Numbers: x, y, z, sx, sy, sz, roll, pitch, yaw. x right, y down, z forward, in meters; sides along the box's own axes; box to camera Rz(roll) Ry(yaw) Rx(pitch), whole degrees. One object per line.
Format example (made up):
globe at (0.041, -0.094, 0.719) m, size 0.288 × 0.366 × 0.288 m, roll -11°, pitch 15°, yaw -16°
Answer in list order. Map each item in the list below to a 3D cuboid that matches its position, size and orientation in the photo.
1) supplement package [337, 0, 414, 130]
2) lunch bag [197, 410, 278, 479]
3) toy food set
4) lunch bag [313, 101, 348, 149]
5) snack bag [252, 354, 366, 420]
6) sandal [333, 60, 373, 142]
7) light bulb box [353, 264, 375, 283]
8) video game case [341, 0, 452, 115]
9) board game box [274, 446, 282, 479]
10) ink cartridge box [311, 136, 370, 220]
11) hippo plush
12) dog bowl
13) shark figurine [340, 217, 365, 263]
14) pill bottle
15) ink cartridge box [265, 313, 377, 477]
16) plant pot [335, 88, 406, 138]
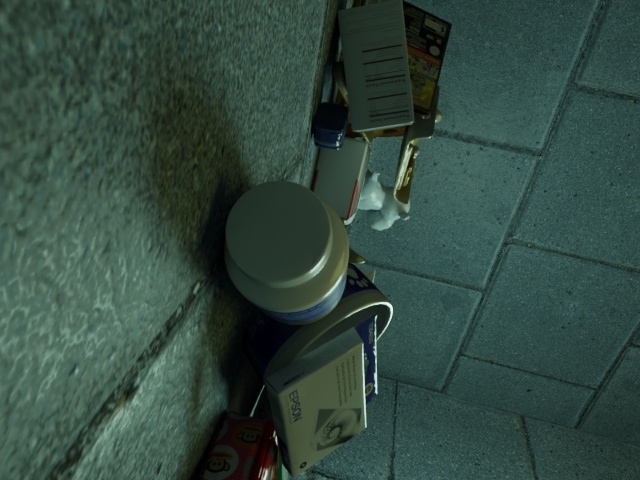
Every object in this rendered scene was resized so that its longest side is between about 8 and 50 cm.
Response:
supplement package at (0.123, -0.367, 1.032) m, size 0.139 × 0.134 × 0.243 m, roll -50°, pitch 133°, yaw -76°
lunch bag at (-0.147, 0.450, 0.809) m, size 0.258 × 0.120 × 0.292 m, roll -76°, pitch 175°, yaw -66°
toy food set at (0.293, -0.277, 1.424) m, size 0.306 × 0.093 × 0.219 m, roll 95°, pitch 9°, yaw -56°
lunch bag at (0.022, -0.247, 1.028) m, size 0.065 × 0.067 × 0.098 m, roll 96°, pitch 8°, yaw -55°
snack bag at (-0.029, 0.323, 1.070) m, size 0.323 × 0.037 × 0.342 m, roll -36°, pitch -170°, yaw 20°
sandal at (0.062, -0.338, 1.183) m, size 0.240 × 0.079 × 0.088 m, roll 55°, pitch 41°, yaw -49°
light bulb box at (0.026, 0.302, 1.594) m, size 0.361 × 0.226 × 0.357 m, roll 96°, pitch 9°, yaw -61°
video game case at (0.194, -0.485, 1.222) m, size 0.035 × 0.275 × 0.248 m, roll 15°, pitch -89°, yaw 67°
board game box at (-0.122, 0.691, 1.356) m, size 0.317 × 0.046 × 0.213 m, roll -103°, pitch -170°, yaw -70°
ink cartridge box at (0.059, -0.175, 1.322) m, size 0.283 × 0.117 × 0.207 m, roll -44°, pitch 147°, yaw -79°
hippo plush at (0.186, -0.165, 1.626) m, size 0.294 × 0.237 × 0.234 m, roll -49°, pitch -148°, yaw 38°
dog bowl at (-0.002, 0.166, 0.859) m, size 0.265 × 0.104 × 0.264 m, roll -30°, pitch 150°, yaw -20°
shark figurine at (-0.043, 0.086, 0.935) m, size 0.166 × 0.116 × 0.278 m, roll -7°, pitch 134°, yaw -40°
pill bottle at (-0.039, 0.024, 0.619) m, size 0.272 × 0.153 × 0.152 m, roll 86°, pitch 18°, yaw -75°
ink cartridge box at (0.025, 0.261, 0.797) m, size 0.224 × 0.045 × 0.223 m, roll -26°, pitch 129°, yaw -28°
plant pot at (0.168, -0.423, 1.381) m, size 0.291 × 0.204 × 0.290 m, roll 14°, pitch 90°, yaw -84°
